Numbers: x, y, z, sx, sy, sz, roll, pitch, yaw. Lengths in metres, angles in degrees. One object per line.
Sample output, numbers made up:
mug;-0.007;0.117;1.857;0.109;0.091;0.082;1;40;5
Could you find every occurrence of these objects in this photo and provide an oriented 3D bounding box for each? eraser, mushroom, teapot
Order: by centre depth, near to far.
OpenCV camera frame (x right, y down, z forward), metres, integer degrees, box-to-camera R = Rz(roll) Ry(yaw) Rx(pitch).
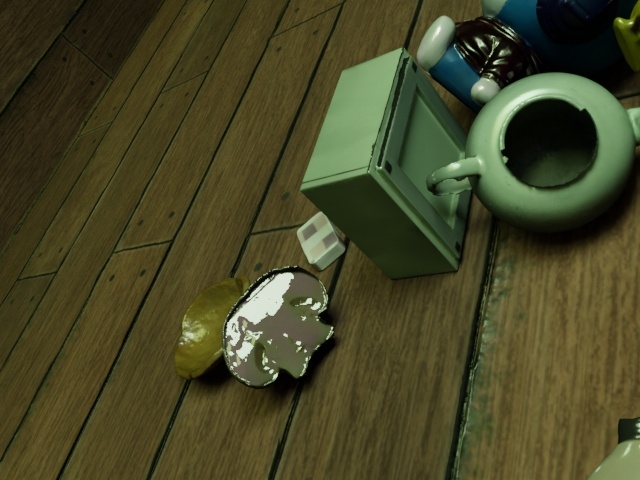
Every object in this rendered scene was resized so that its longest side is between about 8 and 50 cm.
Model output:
teapot;0.270;-0.106;0.733;0.294;0.129;0.193;-16;81;17
mushroom;-0.067;0.131;0.917;0.188;0.141;0.117;-53;2;-14
eraser;0.000;0.000;1.042;0.065;0.026;0.105;-38;36;8

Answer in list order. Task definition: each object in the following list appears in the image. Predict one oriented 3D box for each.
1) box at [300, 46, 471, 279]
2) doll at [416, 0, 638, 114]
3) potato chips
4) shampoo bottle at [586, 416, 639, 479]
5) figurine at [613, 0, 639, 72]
box;0.112;-0.103;0.856;0.117;0.225;0.225;-11;50;39
doll;0.307;-0.310;0.852;0.310;0.240;0.284;-49;8;17
potato chips;-0.171;0.148;1.036;0.208;0.062;0.195;-49;29;11
shampoo bottle;0.266;0.265;0.482;0.127;0.078;0.256;-17;46;38
figurine;0.506;-0.275;0.652;0.327;0.169;0.218;-45;50;27
